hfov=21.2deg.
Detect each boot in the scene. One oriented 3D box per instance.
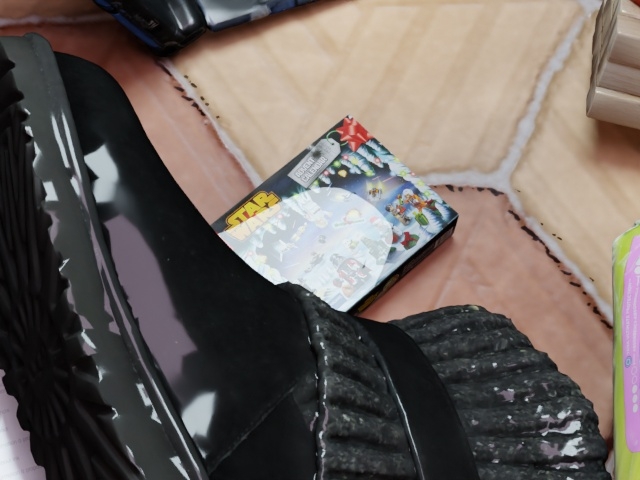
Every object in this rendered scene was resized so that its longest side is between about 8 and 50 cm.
[{"bbox_3d":[-0.022,0.043,0.870,0.260,0.131,0.348,-10,69,-31],"label":"boot"}]

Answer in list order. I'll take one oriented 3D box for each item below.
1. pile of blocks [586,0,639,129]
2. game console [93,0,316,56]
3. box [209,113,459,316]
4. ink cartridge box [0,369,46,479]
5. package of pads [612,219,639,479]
[{"bbox_3d":[0.323,-0.080,0.988,0.362,0.113,0.149,31,45,17],"label":"pile of blocks"},{"bbox_3d":[-0.106,-0.281,1.054,0.173,0.250,0.293,-32,67,9],"label":"game console"},{"bbox_3d":[0.000,0.000,0.993,0.137,0.027,0.094,-40,72,-22],"label":"box"},{"bbox_3d":[-0.244,0.097,0.910,0.206,0.045,0.208,-16,66,-13],"label":"ink cartridge box"},{"bbox_3d":[0.242,0.140,0.841,0.229,0.101,0.296,28,54,-37],"label":"package of pads"}]
